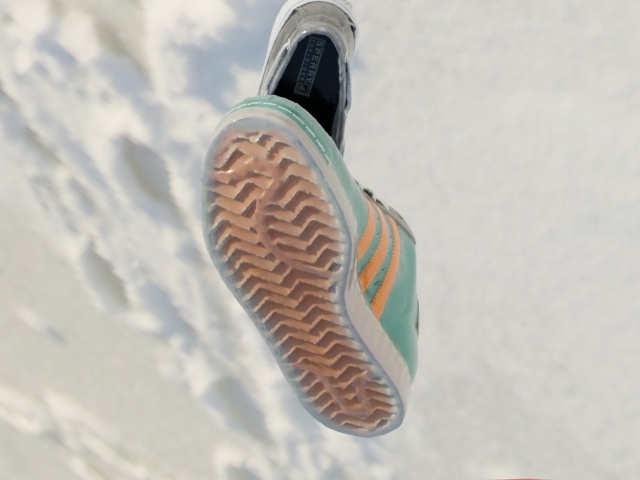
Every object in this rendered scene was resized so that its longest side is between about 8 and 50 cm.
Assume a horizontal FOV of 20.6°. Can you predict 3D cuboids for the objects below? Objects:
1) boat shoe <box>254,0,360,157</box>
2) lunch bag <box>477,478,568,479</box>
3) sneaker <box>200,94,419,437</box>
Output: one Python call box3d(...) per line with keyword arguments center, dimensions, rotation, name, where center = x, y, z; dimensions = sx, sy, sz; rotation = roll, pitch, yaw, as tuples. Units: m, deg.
box3d(center=(-0.026, -0.079, 1.632), dimensions=(0.108, 0.102, 0.301), rotation=(14, 120, -6), name="boat shoe")
box3d(center=(0.122, 0.197, 0.535), dimensions=(0.293, 0.120, 0.258), rotation=(16, 140, -7), name="lunch bag")
box3d(center=(0.000, 0.000, 1.230), dimensions=(0.108, 0.121, 0.302), rotation=(-2, 135, 20), name="sneaker")
